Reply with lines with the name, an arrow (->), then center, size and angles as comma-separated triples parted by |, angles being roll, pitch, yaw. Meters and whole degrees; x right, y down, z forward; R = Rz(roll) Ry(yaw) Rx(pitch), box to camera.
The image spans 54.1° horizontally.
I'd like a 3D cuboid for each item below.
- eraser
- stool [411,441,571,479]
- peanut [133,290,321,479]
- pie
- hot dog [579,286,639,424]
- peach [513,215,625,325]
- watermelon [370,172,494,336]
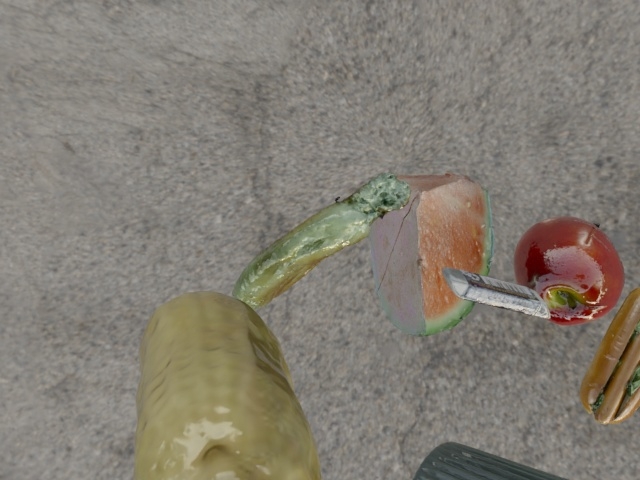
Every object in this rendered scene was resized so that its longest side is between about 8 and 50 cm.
eraser -> 0.143, 0.044, 0.509 | 0.099, 0.027, 0.019 | 13, 113, -15
stool -> 0.361, 0.572, 1.226 | 0.329, 0.297, 0.298 | 12, 100, 43
peanut -> -0.075, 0.140, 0.492 | 0.147, 0.319, 0.148 | -5, 107, -17
pie -> -0.005, 0.004, 0.917 | 0.302, 0.302, 0.067 | -36, 89, 10
hot dog -> 0.523, 0.194, 1.052 | 0.100, 0.068, 0.250 | 26, 90, 13
peach -> 0.478, 0.052, 1.211 | 0.196, 0.226, 0.190 | -6, 119, 28
watermelon -> 0.228, 0.009, 1.176 | 0.222, 0.319, 0.293 | -3, 92, -11
